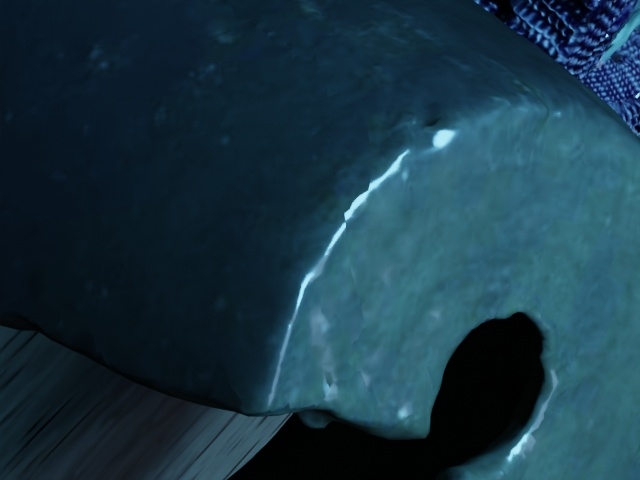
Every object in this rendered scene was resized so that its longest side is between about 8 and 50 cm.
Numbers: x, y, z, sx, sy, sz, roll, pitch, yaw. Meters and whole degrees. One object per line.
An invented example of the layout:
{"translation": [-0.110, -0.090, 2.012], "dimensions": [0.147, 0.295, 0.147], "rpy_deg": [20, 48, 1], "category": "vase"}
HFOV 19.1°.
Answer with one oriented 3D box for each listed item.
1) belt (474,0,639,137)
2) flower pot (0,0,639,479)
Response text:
{"translation": [0.157, -0.141, 1.031], "dimensions": [0.260, 0.122, 0.325], "rpy_deg": [-48, 164, 9], "category": "belt"}
{"translation": [-0.009, 0.011, 0.763], "dimensions": [0.379, 0.251, 0.379], "rpy_deg": [-15, 114, -37], "category": "flower pot"}
